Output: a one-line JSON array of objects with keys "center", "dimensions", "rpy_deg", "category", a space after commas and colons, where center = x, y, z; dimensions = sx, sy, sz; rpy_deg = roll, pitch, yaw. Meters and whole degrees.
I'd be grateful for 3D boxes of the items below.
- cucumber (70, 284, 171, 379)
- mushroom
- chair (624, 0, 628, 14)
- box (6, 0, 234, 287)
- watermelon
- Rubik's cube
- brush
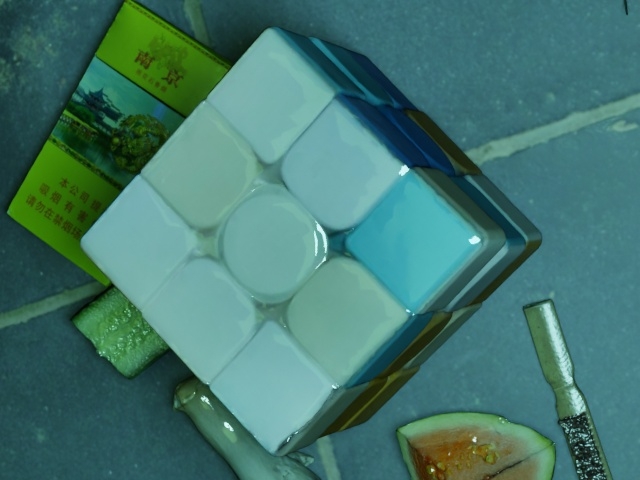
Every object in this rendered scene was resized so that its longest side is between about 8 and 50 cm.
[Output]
[{"center": [-0.245, 0.112, 2.061], "dimensions": [0.115, 0.062, 0.116], "rpy_deg": [-38, 86, 17], "category": "cucumber"}, {"center": [-0.083, 0.276, 1.992], "dimensions": [0.099, 0.096, 0.278], "rpy_deg": [-47, 73, 12], "category": "mushroom"}, {"center": [0.370, -0.308, 1.862], "dimensions": [0.037, 0.042, 0.086], "rpy_deg": [-11, 52, 18], "category": "chair"}, {"center": [-0.257, -0.126, 2.070], "dimensions": [0.187, 0.047, 0.335], "rpy_deg": [35, 100, 16], "category": "box"}, {"center": [0.176, 0.282, 1.907], "dimensions": [0.193, 0.137, 0.145], "rpy_deg": [-59, 41, 10], "category": "watermelon"}, {"center": [0.000, 0.000, 1.829], "dimensions": [0.347, 0.344, 0.346], "rpy_deg": [-45, 78, 13], "category": "Rubik's cube"}, {"center": [0.298, 0.192, 1.890], "dimensions": [0.043, 0.036, 0.248], "rpy_deg": [-18, 85, 14], "category": "brush"}]
